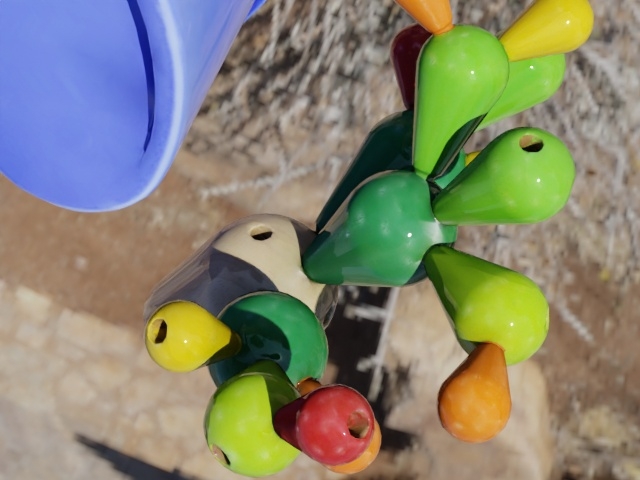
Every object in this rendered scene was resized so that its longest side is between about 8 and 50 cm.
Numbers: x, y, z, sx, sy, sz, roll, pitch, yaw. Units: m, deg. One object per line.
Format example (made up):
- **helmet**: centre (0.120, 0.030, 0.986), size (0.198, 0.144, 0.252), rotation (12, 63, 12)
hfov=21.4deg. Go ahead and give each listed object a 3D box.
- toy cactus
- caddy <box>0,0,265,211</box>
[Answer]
- **toy cactus**: centre (0.000, 0.000, 0.542), size (0.112, 0.219, 0.180), rotation (43, 139, -22)
- **caddy**: centre (-0.139, -0.160, 0.515), size (0.241, 0.179, 0.341), rotation (-4, 134, 21)
